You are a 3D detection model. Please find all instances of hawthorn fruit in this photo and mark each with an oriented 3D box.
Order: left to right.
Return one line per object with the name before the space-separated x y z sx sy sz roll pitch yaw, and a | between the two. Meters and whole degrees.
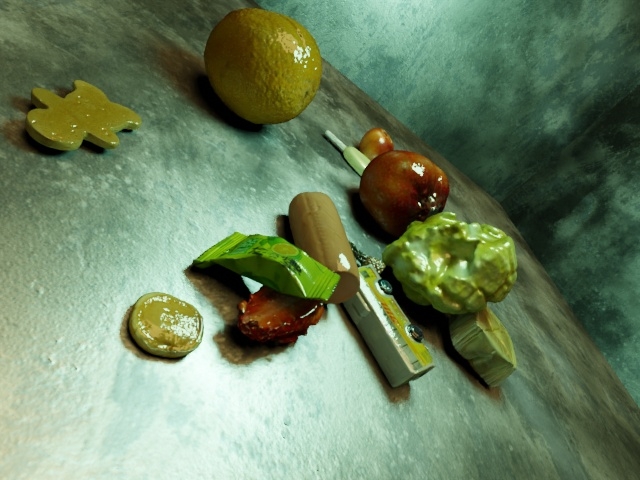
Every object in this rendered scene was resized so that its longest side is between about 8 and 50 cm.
hawthorn fruit | 0.264 -0.164 1.323 0.295 0.295 0.311 0 47 -52

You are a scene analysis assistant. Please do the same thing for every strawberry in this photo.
strawberry | -0.075 0.128 0.699 0.121 0.082 0.188 29 27 27

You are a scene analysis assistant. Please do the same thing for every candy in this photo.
candy | -0.084 0.038 0.714 0.246 0.069 0.149 21 23 11

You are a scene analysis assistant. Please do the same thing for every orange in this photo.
orange | -0.177 -0.515 1.194 0.357 0.322 0.322 33 24 21

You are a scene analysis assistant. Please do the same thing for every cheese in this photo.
cheese | 0.118 -0.355 1.622 0.255 0.050 0.127 45 28 3

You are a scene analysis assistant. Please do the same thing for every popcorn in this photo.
popcorn | 0.366 0.071 1.132 0.334 0.294 0.292 24 -14 27

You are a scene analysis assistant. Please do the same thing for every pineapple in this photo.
pineapple | 0.114 0.044 1.068 0.124 0.058 0.058 46 28 6

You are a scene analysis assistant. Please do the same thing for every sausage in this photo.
sausage | 0.000 -0.001 0.913 0.121 0.121 0.304 23 33 -33

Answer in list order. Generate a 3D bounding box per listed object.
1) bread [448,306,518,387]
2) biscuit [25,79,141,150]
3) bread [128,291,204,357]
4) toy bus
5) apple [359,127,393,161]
bread | 0.446 0.277 1.122 0.192 0.109 0.210 46 28 -8
biscuit | -0.440 -0.221 0.739 0.158 0.035 0.240 33 29 -13
bread | -0.217 0.118 0.574 0.110 0.024 0.110 32 29 -21
toy bus | 0.134 0.180 0.881 0.106 0.092 0.268 -5 54 -42
apple | 0.251 -0.417 1.785 0.163 0.139 0.163 31 28 -19
